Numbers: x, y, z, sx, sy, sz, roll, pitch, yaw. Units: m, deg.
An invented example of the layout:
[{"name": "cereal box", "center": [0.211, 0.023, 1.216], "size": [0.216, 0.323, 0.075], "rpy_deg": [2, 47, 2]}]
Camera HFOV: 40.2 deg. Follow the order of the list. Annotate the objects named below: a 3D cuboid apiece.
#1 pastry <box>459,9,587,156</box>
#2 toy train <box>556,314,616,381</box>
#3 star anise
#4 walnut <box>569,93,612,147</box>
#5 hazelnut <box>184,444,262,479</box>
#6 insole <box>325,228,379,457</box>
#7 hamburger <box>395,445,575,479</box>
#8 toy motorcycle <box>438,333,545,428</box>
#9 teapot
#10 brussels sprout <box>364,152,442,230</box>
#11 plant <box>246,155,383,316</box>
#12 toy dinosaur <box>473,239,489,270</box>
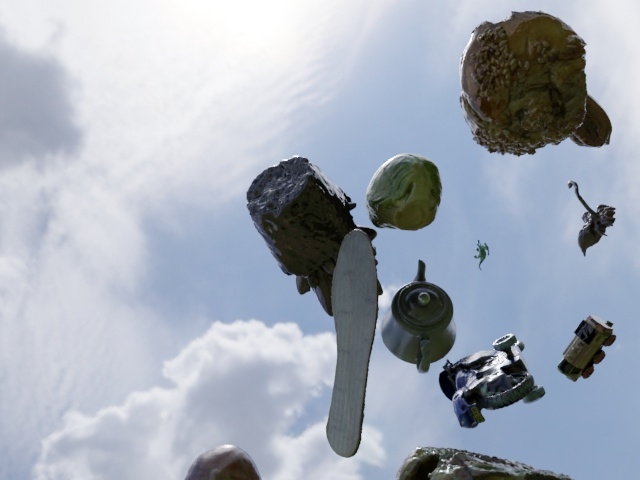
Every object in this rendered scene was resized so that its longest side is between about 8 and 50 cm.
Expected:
[{"name": "pastry", "center": [0.403, -0.295, 1.738], "size": [0.255, 0.162, 0.311], "rpy_deg": [-6, -51, 11]}, {"name": "toy train", "center": [0.496, 0.205, 1.640], "size": [0.087, 0.050, 0.138], "rpy_deg": [14, -67, -44]}, {"name": "star anise", "center": [0.657, -0.076, 2.235], "size": [0.227, 0.218, 0.148], "rpy_deg": [36, -91, -15]}, {"name": "walnut", "center": [0.665, -0.303, 2.207], "size": [0.207, 0.116, 0.116], "rpy_deg": [35, -90, -25]}, {"name": "hazelnut", "center": [-0.212, 0.546, 1.891], "size": [0.176, 0.214, 0.214], "rpy_deg": [-3, -59, -3]}, {"name": "insole", "center": [0.046, 0.157, 1.337], "size": [0.009, 0.119, 0.349], "rpy_deg": [5, -90, -34]}, {"name": "hamburger", "center": [0.254, 0.452, 1.296], "size": [0.317, 0.195, 0.277], "rpy_deg": [13, -90, -24]}, {"name": "toy motorcycle", "center": [0.278, 0.239, 1.480], "size": [0.168, 0.315, 0.113], "rpy_deg": [-27, -88, 12]}, {"name": "teapot", "center": [0.210, 0.161, 1.804], "size": [0.162, 0.239, 0.149], "rpy_deg": [3, -34, 1]}, {"name": "brussels sprout", "center": [0.166, -0.094, 1.721], "size": [0.161, 0.181, 0.144], "rpy_deg": [-25, -60, -11]}, {"name": "plant", "center": [0.000, 0.000, 1.674], "size": [0.181, 0.194, 0.321], "rpy_deg": [-26, -51, 20]}, {"name": "toy dinosaur", "center": [0.398, 0.036, 2.128], "size": [0.021, 0.062, 0.083], "rpy_deg": [-25, -78, -21]}]
